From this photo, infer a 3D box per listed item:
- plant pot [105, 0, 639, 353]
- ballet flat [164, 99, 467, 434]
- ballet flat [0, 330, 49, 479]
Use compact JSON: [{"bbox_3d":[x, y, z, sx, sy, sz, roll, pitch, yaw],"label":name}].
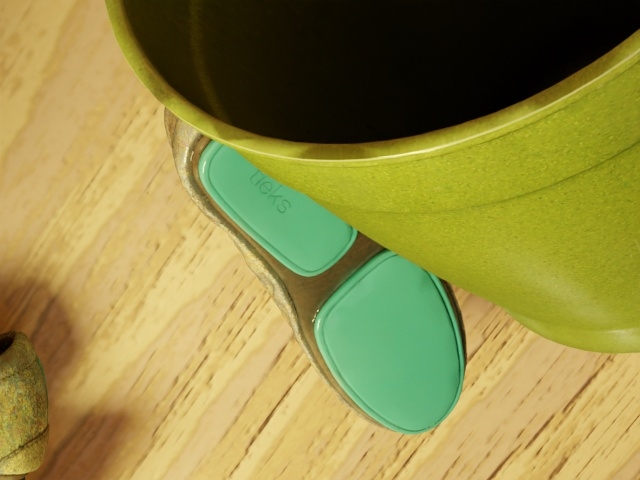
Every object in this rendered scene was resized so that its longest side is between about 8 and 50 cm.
[{"bbox_3d":[0.128,-0.115,0.956,0.366,0.366,0.353,-36,141,5],"label":"plant pot"},{"bbox_3d":[0.000,0.000,1.107,0.108,0.106,0.316,-36,130,-4],"label":"ballet flat"},{"bbox_3d":[-0.334,0.090,1.045,0.349,0.123,0.123,3,122,-23],"label":"ballet flat"}]
